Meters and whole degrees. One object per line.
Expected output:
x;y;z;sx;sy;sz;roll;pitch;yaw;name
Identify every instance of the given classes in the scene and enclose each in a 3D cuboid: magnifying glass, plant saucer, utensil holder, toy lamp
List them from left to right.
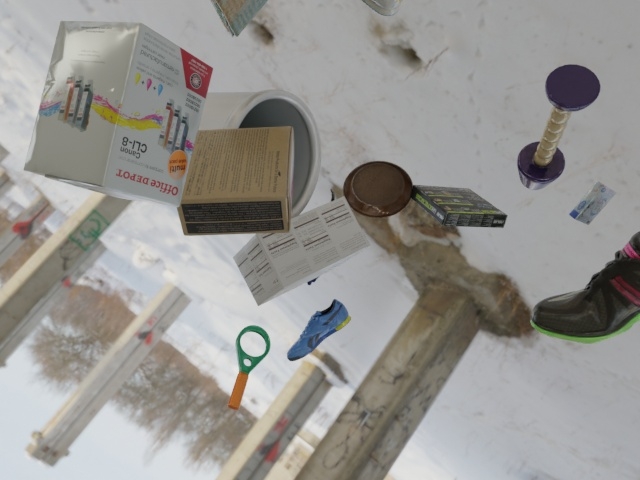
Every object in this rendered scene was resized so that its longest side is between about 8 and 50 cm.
-0.248;-0.220;1.506;0.386;0.327;0.327;13;151;37;utensil holder
-0.188;0.317;1.504;0.092;0.231;0.026;25;141;-12;magnifying glass
0.163;-0.151;1.688;0.199;0.036;0.198;2;130;2;plant saucer
0.357;-0.158;0.917;0.080;0.080;0.274;33;166;17;toy lamp

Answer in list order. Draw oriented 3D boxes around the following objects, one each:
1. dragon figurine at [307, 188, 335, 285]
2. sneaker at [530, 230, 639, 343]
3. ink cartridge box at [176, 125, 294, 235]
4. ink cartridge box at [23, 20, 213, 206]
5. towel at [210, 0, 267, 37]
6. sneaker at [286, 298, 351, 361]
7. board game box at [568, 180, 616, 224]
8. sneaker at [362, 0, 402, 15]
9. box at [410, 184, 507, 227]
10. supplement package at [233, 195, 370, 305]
0.000;0.000;1.753;0.085;0.289;0.144;20;-153;-31;dragon figurine
0.716;0.088;1.381;0.202;0.483;0.185;61;-161;-14;sneaker
-0.147;-0.114;1.092;0.193;0.234;0.088;-1;130;1;ink cartridge box
-0.226;-0.138;0.675;0.127;0.176;0.128;13;179;27;ink cartridge box
-0.144;-0.613;1.355;0.040;0.271;0.370;41;-176;-5;towel
-0.019;0.240;1.610;0.082;0.209;0.069;53;176;-17;sneaker
0.580;-0.078;1.263;0.090;0.090;0.020;11;-149;-48;board game box
0.082;-0.581;1.278;0.229;0.087;0.092;27;152;-2;sneaker
0.361;-0.091;1.568;0.191;0.045;0.184;1;-151;-24;box
-0.050;0.029;1.482;0.145;0.262;0.204;63;151;6;supplement package
